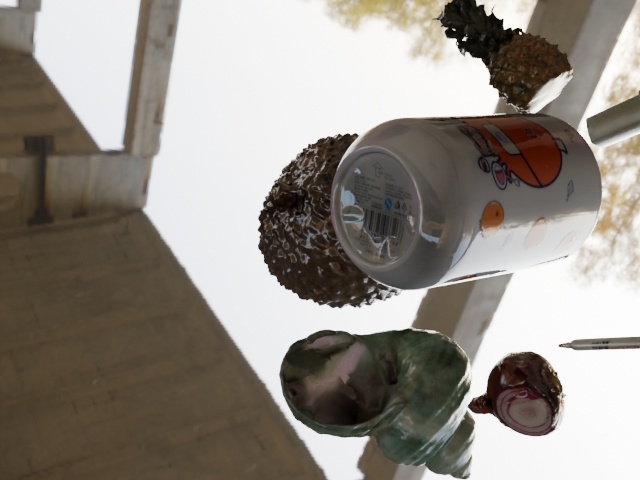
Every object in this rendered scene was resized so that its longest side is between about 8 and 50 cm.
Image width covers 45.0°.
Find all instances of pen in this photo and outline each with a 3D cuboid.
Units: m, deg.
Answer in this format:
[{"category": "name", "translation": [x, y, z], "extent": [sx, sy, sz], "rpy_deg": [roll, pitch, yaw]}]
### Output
[{"category": "pen", "translation": [0.548, 0.192, 1.441], "extent": [0.218, 0.026, 0.026], "rpy_deg": [-8, -168, 38]}]

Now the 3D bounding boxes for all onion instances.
[{"category": "onion", "translation": [0.395, 0.304, 1.560], "extent": [0.198, 0.173, 0.135], "rpy_deg": [-15, -164, 40]}]

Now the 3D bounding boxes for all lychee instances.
[{"category": "lychee", "translation": [0.044, -0.029, 1.233], "extent": [0.300, 0.300, 0.300], "rpy_deg": [13, -150, -7]}]

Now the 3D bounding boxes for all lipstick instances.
[{"category": "lipstick", "translation": [0.635, -0.252, 1.473], "extent": [0.079, 0.253, 0.077], "rpy_deg": [4, -109, -37]}]

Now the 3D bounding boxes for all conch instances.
[{"category": "conch", "translation": [0.091, 0.197, 0.987], "extent": [0.277, 0.195, 0.220], "rpy_deg": [44, -142, 2]}]

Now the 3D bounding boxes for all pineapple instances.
[{"category": "pineapple", "translation": [0.307, -0.331, 1.322], "extent": [0.248, 0.128, 0.128], "rpy_deg": [48, -141, 18]}]

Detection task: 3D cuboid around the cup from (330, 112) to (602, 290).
[{"category": "cup", "translation": [0.176, -0.051, 0.970], "extent": [0.317, 0.212, 0.212], "rpy_deg": [-9, -142, -41]}]
